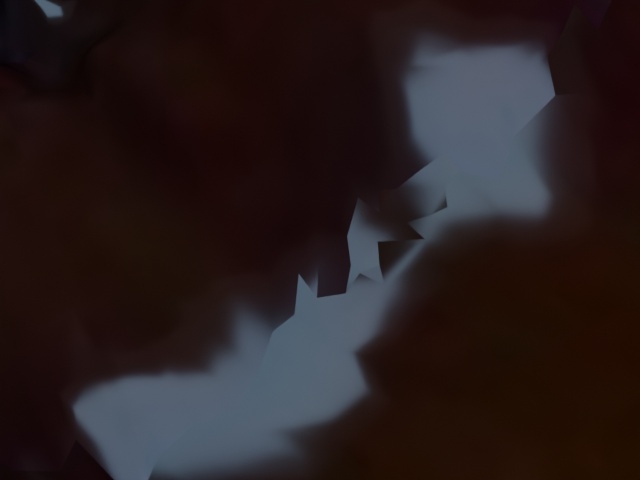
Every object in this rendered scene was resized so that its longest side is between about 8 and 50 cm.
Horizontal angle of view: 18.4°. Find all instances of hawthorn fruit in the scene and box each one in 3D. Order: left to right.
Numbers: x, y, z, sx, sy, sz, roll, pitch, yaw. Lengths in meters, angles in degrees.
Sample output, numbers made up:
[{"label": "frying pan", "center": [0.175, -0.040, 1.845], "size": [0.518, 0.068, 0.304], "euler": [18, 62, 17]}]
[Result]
[{"label": "hawthorn fruit", "center": [0.000, 0.000, 0.718], "size": [0.471, 0.472, 0.472], "euler": [0, 90, -8]}]
